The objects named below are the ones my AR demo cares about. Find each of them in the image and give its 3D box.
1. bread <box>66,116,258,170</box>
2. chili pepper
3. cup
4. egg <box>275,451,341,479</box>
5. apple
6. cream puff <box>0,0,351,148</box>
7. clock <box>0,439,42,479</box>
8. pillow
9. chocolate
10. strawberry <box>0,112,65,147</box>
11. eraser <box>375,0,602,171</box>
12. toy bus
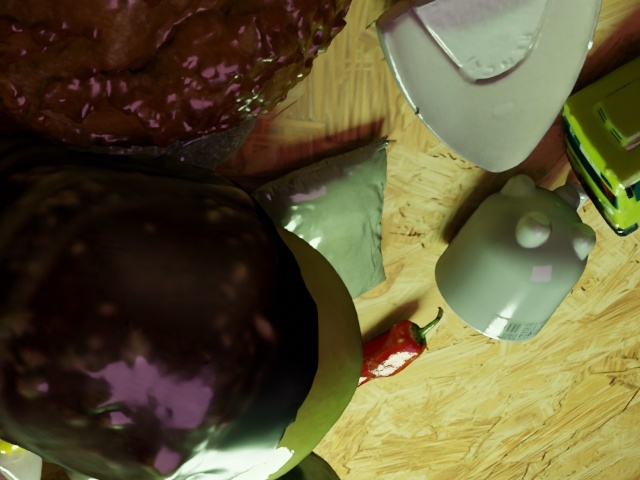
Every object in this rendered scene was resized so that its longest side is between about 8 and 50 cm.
[{"bbox_3d":[-0.127,-0.076,1.098,0.193,0.036,0.112,-23,149,-7],"label":"bread"},{"bbox_3d":[0.072,0.136,1.531,0.191,0.050,0.059,-38,164,29],"label":"chili pepper"},{"bbox_3d":[0.228,0.011,1.391,0.173,0.134,0.142,0,137,-35],"label":"cup"},{"bbox_3d":[-0.154,0.387,1.450,0.428,0.345,0.345,-44,147,0],"label":"egg"},{"bbox_3d":[-0.097,0.090,1.143,0.262,0.262,0.262,-19,147,-13],"label":"apple"},{"bbox_3d":[-0.108,-0.172,0.813,0.303,0.212,0.303,-15,144,-11],"label":"cream puff"},{"bbox_3d":[-0.424,0.190,1.056,0.368,0.250,0.377,17,121,-49],"label":"clock"},{"bbox_3d":[0.000,0.000,1.289,0.148,0.050,0.230,-24,148,-16],"label":"pillow"},{"bbox_3d":[-0.180,0.037,0.890,0.210,0.340,0.225,16,95,-40],"label":"chocolate"},{"bbox_3d":[-0.264,-0.068,0.998,0.152,0.048,0.104,-7,148,-23],"label":"strawberry"},{"bbox_3d":[0.153,-0.153,1.171,0.204,0.059,0.243,-24,144,-7],"label":"eraser"},{"bbox_3d":[0.371,-0.131,1.295,0.262,0.128,0.150,-30,152,6],"label":"toy bus"}]
